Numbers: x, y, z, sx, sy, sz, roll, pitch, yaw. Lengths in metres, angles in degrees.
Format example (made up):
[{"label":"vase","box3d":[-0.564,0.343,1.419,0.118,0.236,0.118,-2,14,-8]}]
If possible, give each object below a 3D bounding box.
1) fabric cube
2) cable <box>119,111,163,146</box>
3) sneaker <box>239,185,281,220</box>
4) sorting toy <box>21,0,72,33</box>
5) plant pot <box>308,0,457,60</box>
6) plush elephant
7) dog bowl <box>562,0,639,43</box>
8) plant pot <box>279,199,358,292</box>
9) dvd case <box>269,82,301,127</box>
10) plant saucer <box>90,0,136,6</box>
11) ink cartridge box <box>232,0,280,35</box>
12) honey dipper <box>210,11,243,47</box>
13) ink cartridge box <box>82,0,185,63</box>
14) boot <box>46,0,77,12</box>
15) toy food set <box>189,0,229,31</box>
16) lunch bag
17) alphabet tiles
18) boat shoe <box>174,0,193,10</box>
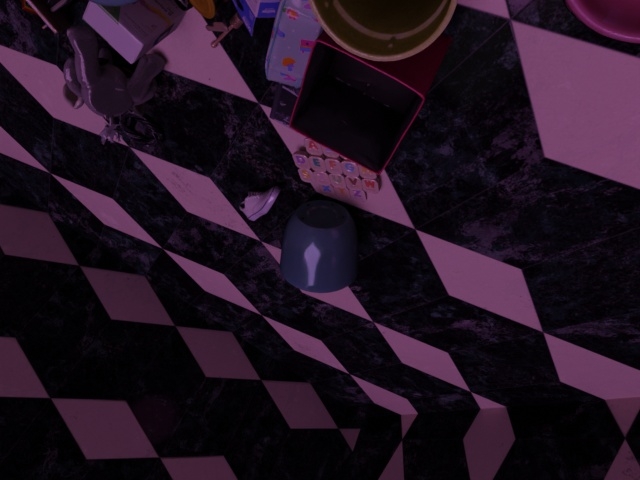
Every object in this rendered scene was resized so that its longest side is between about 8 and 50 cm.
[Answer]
[{"label":"fabric cube","box3d":[0.114,-0.367,1.052,0.254,0.258,0.259,28,146,0]},{"label":"cable","box3d":[-0.672,-0.420,1.699,0.184,0.047,0.150,11,137,26]},{"label":"sneaker","box3d":[-0.239,-0.148,1.711,0.091,0.094,0.258,34,146,-18]},{"label":"sorting toy","box3d":[-0.847,-0.701,1.364,0.046,0.132,0.274,-28,124,12]},{"label":"plant pot","box3d":[0.141,-0.525,0.832,0.276,0.254,0.276,17,144,13]},{"label":"plush elephant","box3d":[-0.684,-0.503,1.449,0.255,0.272,0.330,44,124,43]},{"label":"dog bowl","box3d":[0.555,-0.496,0.686,0.408,0.150,0.408,18,144,14]},{"label":"plant pot","box3d":[0.000,0.000,1.594,0.293,0.293,0.235,15,128,16]},{"label":"dvd case","box3d":[-0.026,-0.377,1.331,0.239,0.029,0.179,27,145,-2]},{"label":"plant saucer","box3d":[-0.487,-0.707,1.021,0.317,0.044,0.317,2,101,8]},{"label":"ink cartridge box","box3d":[-0.130,-0.630,0.965,0.186,0.065,0.311,62,148,19]},{"label":"honey dipper","box3d":[-0.258,-0.573,1.237,0.030,0.030,0.161,45,146,-24]},{"label":"ink cartridge box","box3d":[-0.484,-0.597,1.192,0.154,0.212,0.093,43,139,-20]},{"label":"boot","box3d":[-0.753,-0.768,1.271,0.236,0.085,0.178,-4,128,43]},{"label":"toy food set","box3d":[-0.293,-0.645,1.140,0.128,0.071,0.218,24,152,51]},{"label":"lunch bag","box3d":[-0.038,-0.507,1.008,0.108,0.224,0.279,16,148,-11]},{"label":"alphabet tiles","box3d":[0.051,-0.220,1.459,0.284,0.021,0.278,12,150,21]},{"label":"boat shoe","box3d":[-0.387,-0.670,1.183,0.049,0.042,0.133,-10,130,44]}]
